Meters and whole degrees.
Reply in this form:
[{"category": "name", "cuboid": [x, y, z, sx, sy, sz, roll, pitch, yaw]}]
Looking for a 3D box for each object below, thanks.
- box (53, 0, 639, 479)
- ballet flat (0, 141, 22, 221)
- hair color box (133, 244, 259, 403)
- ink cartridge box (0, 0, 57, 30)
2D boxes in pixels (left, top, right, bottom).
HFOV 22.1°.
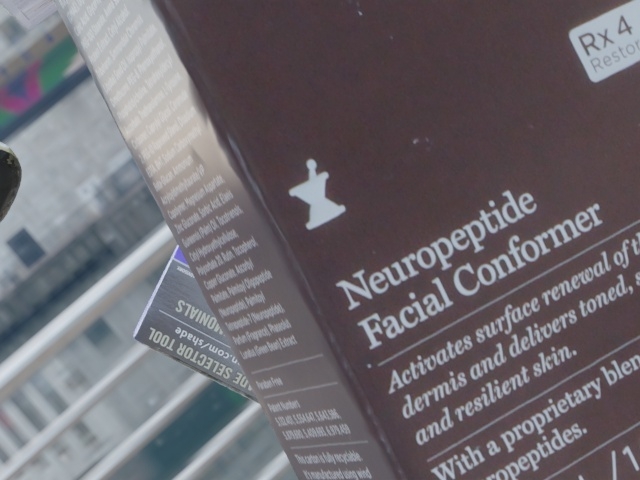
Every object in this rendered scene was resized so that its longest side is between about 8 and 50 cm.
[{"category": "box", "cuboid": [0.027, -0.065, 0.666, 0.191, 0.381, 0.143, -28, 0, -20]}, {"category": "ballet flat", "cuboid": [-0.197, 0.009, 0.653, 0.173, 0.057, 0.049, -34, 40, -6]}, {"category": "hair color box", "cuboid": [0.000, 0.000, 1.289, 0.110, 0.185, 0.339, -62, 2, 31]}, {"category": "ink cartridge box", "cuboid": [-0.174, -0.243, 1.211, 0.189, 0.066, 0.232, -37, 6, -2]}]
